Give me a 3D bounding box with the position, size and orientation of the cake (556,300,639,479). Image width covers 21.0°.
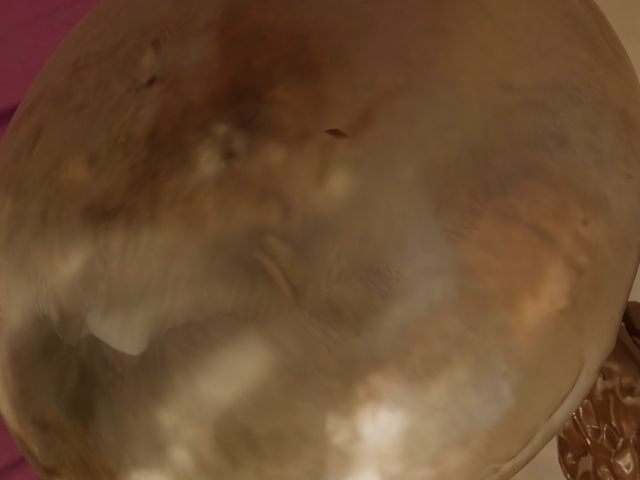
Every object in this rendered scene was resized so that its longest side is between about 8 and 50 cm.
[{"bbox_3d":[0.260,0.127,0.597,0.255,0.290,0.282,35,137,53],"label":"cake"}]

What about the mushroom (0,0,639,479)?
[{"bbox_3d":[0.000,0.000,0.546,0.226,0.226,0.178,13,151,49],"label":"mushroom"}]
